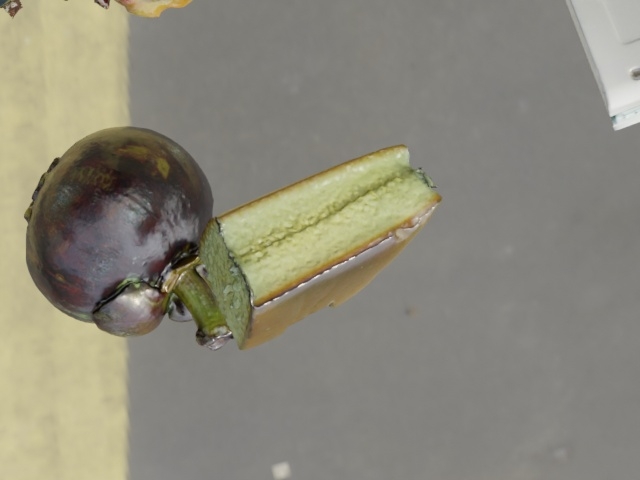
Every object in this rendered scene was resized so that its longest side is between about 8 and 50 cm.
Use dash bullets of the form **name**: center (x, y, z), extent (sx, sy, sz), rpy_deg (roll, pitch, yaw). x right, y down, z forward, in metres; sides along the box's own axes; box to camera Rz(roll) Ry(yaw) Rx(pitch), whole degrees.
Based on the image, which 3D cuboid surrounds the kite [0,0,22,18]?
- **kite**: center (-0.288, -0.189, 1.431), extent (0.169, 0.310, 0.015), rpy_deg (-40, 126, -6)

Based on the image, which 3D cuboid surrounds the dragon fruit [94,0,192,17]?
- **dragon fruit**: center (-0.161, -0.328, 1.745), extent (0.263, 0.314, 0.296), rpy_deg (28, 118, -7)

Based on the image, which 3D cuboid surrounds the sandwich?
- **sandwich**: center (0.000, 0.000, 1.931), extent (0.236, 0.122, 0.128), rpy_deg (-24, 165, -20)

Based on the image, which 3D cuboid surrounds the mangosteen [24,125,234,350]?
- **mangosteen**: center (-0.194, 0.010, 2.128), extent (0.231, 0.289, 0.231), rpy_deg (-48, 171, -10)

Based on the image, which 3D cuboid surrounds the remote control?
- **remote control**: center (0.204, -0.217, 1.316), extent (0.103, 0.277, 0.055), rpy_deg (-20, 157, 8)
